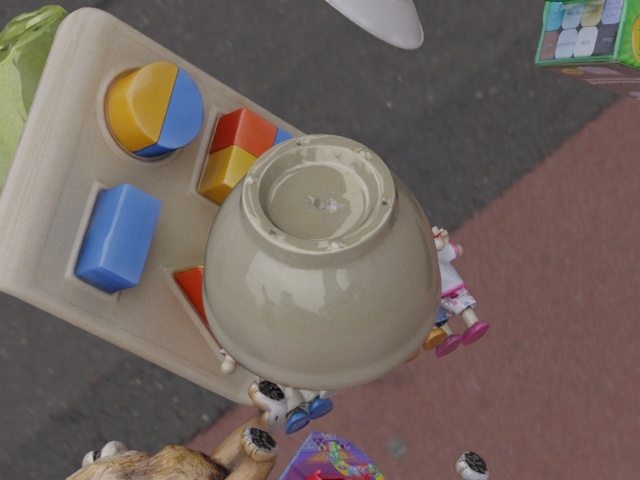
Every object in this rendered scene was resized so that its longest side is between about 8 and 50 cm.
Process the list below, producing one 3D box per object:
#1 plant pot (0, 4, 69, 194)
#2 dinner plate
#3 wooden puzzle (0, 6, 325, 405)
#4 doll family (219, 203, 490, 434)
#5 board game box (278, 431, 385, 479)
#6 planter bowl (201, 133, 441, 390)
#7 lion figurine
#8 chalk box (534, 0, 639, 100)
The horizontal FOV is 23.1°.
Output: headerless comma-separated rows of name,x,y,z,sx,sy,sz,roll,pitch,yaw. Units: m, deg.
plant pot,-0.316,-0.123,1.818,0.276,0.254,0.276,-24,21,10
dinner plate,0.007,-0.156,0.819,0.017,0.141,0.141,-42,59,22
wooden puzzle,-0.142,-0.037,1.604,0.080,0.348,0.322,-20,50,52
doll family,0.028,0.041,1.398,0.263,0.118,0.163,-24,68,-18
board game box,0.023,0.281,1.703,0.133,0.033,0.168,43,44,-4
planter bowl,0.000,0.000,1.011,0.162,0.109,0.162,-1,53,1
lion figurine,-0.030,0.260,1.377,0.240,0.392,0.142,-56,18,27
chalk box,0.293,-0.212,1.461,0.132,0.213,0.132,9,84,63
